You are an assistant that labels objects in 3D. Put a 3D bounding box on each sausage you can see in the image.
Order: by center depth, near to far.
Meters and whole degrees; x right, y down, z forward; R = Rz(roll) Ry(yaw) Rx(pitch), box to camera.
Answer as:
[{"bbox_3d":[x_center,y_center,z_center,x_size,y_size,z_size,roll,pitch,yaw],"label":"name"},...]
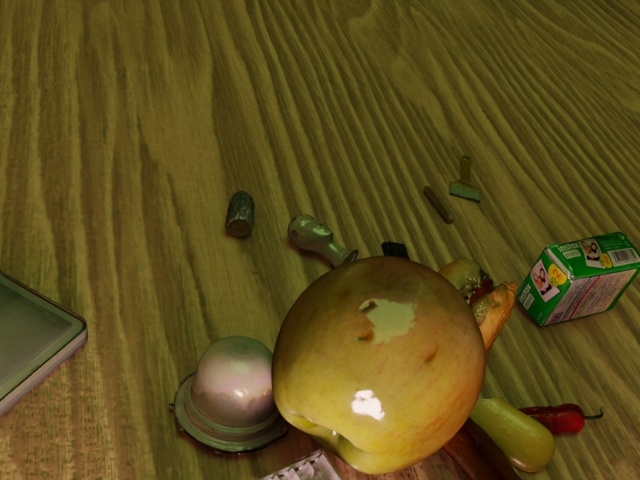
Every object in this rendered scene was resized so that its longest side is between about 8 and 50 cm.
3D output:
[{"bbox_3d":[0.248,0.356,1.367,0.102,0.076,0.302,-1,35,-42],"label":"sausage"},{"bbox_3d":[0.289,-0.091,1.970,0.024,0.024,0.132,-5,44,-25],"label":"sausage"}]

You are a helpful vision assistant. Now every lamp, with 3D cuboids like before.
[{"bbox_3d":[-0.571,0.164,1.345,0.266,0.047,0.269,28,40,14],"label":"lamp"}]

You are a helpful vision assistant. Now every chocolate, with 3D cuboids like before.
[{"bbox_3d":[-0.131,0.238,1.332,0.221,0.147,0.221,13,38,-10],"label":"chocolate"}]

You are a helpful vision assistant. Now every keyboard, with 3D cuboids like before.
[{"bbox_3d":[0.181,0.070,1.745,0.060,0.018,0.196,5,40,-18],"label":"keyboard"}]

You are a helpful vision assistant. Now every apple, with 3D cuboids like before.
[{"bbox_3d":[0.088,0.201,1.256,0.338,0.339,0.305,27,51,13],"label":"apple"}]

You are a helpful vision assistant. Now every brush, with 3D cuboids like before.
[{"bbox_3d":[0.379,-0.169,2.107,0.083,0.011,0.205,15,38,0],"label":"brush"}]

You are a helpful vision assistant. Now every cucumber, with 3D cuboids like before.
[{"bbox_3d":[-0.173,-0.061,1.742,0.064,0.064,0.112,9,39,-9],"label":"cucumber"}]

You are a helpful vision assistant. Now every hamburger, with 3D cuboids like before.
[{"bbox_3d":[0.251,0.151,1.508,0.163,0.245,0.244,30,40,22],"label":"hamburger"}]

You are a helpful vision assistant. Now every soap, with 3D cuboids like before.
[{"bbox_3d":[0.338,0.337,1.431,0.168,0.033,0.089,40,72,10],"label":"soap"}]

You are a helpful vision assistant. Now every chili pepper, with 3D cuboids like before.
[{"bbox_3d":[0.415,0.328,1.490,0.267,0.050,0.059,2,57,-16],"label":"chili pepper"}]

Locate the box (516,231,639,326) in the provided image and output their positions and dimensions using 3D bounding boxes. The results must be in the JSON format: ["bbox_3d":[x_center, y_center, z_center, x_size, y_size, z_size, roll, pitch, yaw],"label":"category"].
[{"bbox_3d":[0.560,0.081,1.736,0.250,0.180,0.103,-7,48,-28],"label":"box"}]

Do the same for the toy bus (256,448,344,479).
[{"bbox_3d":[-0.093,0.402,1.151,0.301,0.139,0.113,-15,50,-35],"label":"toy bus"}]

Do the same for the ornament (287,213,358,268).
[{"bbox_3d":[0.000,0.000,1.719,0.156,0.081,0.074,37,40,18],"label":"ornament"}]
